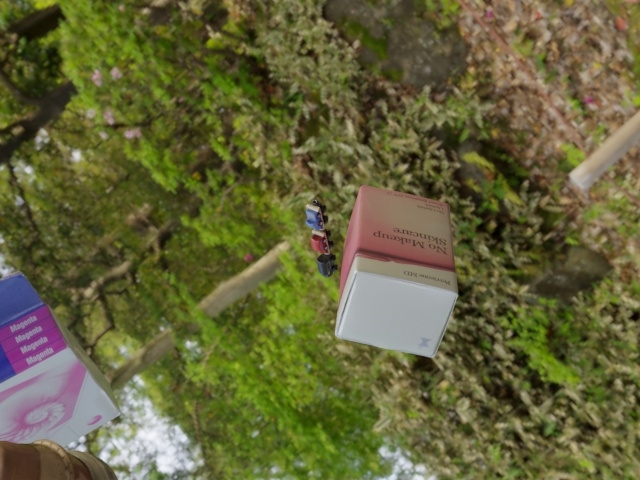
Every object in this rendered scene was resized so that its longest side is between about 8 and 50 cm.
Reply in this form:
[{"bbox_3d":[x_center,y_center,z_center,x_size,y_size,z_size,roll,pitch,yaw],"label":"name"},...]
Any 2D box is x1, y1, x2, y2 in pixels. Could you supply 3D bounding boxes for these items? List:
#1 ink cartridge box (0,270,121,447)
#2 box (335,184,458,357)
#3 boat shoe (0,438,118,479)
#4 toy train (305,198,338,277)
[{"bbox_3d":[-0.427,0.210,0.912,0.071,0.324,0.330,54,165,26],"label":"ink cartridge box"},{"bbox_3d":[0.112,0.039,1.167,0.149,0.126,0.232,12,-145,-3],"label":"box"},{"bbox_3d":[-0.266,0.230,0.445,0.123,0.324,0.116,37,168,40],"label":"boat shoe"},{"bbox_3d":[0.000,0.000,1.233,0.027,0.036,0.158,23,143,33],"label":"toy train"}]
